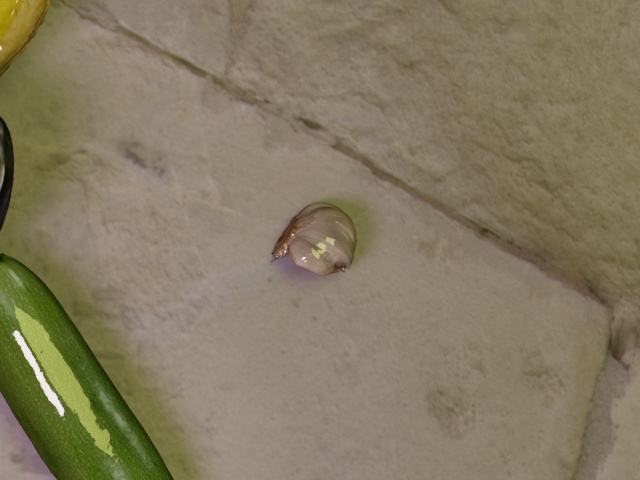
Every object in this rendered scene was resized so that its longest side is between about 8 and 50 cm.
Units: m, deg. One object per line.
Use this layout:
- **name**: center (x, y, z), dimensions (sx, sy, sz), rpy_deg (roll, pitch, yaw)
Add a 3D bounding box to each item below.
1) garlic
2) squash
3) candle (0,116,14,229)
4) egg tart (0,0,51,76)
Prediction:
- **garlic**: center (0.005, 0.000, 1.892), dimensions (0.094, 0.074, 0.113), rpy_deg (31, 46, -10)
- **squash**: center (-0.263, 0.169, 1.658), dimensions (0.107, 0.107, 0.395), rpy_deg (-35, 96, -34)
- **candle**: center (-0.478, -0.087, 1.508), dimensions (0.342, 0.221, 0.221), rpy_deg (20, 66, -37)
- **egg tart**: center (-0.440, -0.278, 1.604), dimensions (0.345, 0.345, 0.132), rpy_deg (1, 38, -31)
